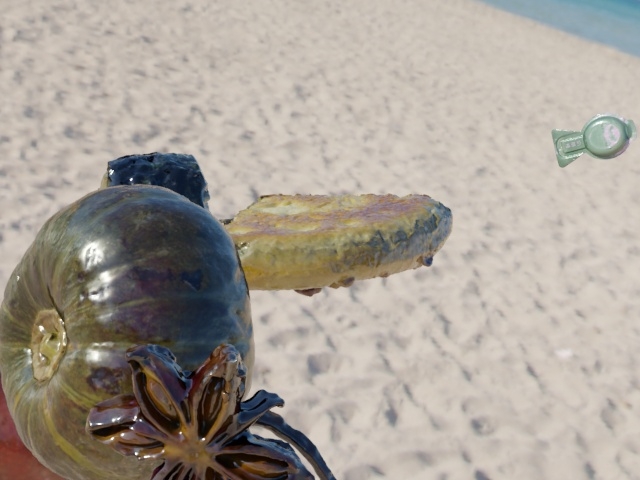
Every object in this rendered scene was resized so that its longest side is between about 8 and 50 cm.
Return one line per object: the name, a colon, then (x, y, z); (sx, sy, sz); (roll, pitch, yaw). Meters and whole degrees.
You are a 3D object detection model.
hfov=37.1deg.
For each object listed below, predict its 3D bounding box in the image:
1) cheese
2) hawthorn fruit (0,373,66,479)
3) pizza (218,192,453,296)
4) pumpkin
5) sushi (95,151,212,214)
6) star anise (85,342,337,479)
cheese: (0.396, -0.147, 1.380); (0.120, 0.067, 0.026); (-13, -1, 33)
hawthorn fruit: (-0.392, 0.263, 1.290); (0.311, 0.295, 0.295); (55, 23, -1)
pizza: (0.000, 0.000, 1.094); (0.335, 0.086, 0.226); (-13, 20, -34)
pumpkin: (-0.128, 0.070, 0.677); (0.162, 0.219, 0.219); (12, 17, -41)
sushi: (-0.223, 0.049, 1.358); (0.170, 0.350, 0.211); (-13, 2, -15)
star anise: (-0.039, 0.123, 0.530); (0.191, 0.097, 0.070); (47, 9, -14)
